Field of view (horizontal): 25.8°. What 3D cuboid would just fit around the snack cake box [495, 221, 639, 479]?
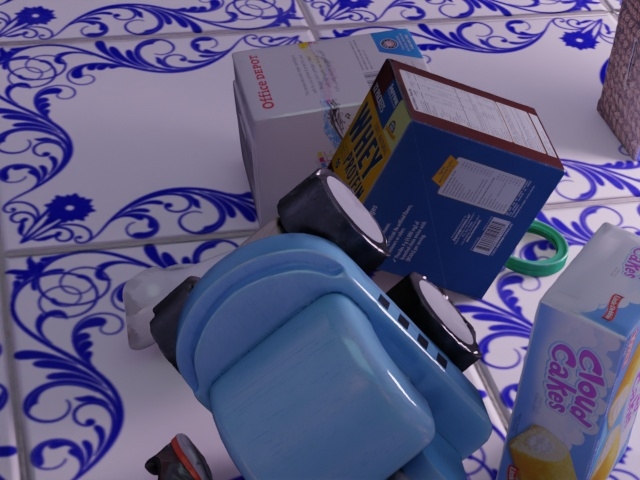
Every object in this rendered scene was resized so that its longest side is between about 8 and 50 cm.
[{"bbox_3d":[0.255,0.136,1.343,0.089,0.264,0.152,25,42,24],"label":"snack cake box"}]

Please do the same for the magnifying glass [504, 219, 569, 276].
[{"bbox_3d":[0.211,-0.025,1.751,0.092,0.026,0.231,-27,47,-36],"label":"magnifying glass"}]

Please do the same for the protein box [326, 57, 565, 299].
[{"bbox_3d":[0.132,-0.068,1.607,0.201,0.200,0.136,16,32,-21],"label":"protein box"}]

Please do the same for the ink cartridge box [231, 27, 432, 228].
[{"bbox_3d":[0.018,-0.141,1.745,0.233,0.168,0.171,-8,38,-7],"label":"ink cartridge box"}]

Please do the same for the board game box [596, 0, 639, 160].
[{"bbox_3d":[0.559,-0.251,1.922,0.291,0.232,0.141,-6,38,-13],"label":"board game box"}]

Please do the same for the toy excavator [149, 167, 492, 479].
[{"bbox_3d":[0.054,0.211,1.205,0.222,0.433,0.445,-38,22,14],"label":"toy excavator"}]

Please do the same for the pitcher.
[{"bbox_3d":[-0.094,0.059,1.537,0.207,0.125,0.178,-1,21,9],"label":"pitcher"}]

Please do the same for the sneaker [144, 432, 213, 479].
[{"bbox_3d":[-0.124,0.256,1.326,0.065,0.061,0.158,-31,43,-2],"label":"sneaker"}]
